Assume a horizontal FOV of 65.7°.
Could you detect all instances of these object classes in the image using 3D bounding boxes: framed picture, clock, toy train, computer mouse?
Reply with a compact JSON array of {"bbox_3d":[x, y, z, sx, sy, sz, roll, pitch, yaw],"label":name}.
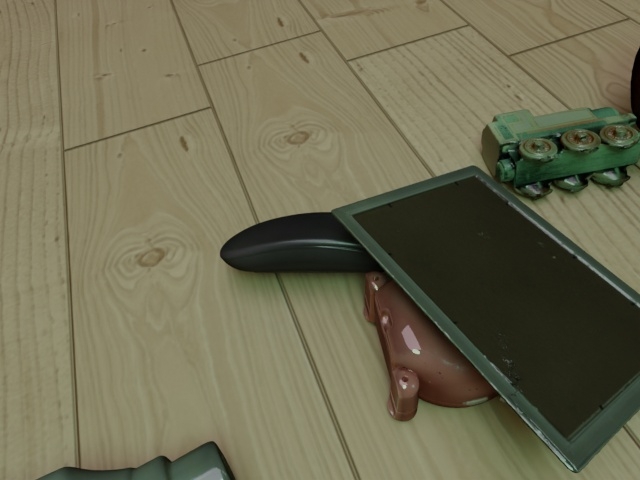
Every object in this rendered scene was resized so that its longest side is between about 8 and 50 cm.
[{"bbox_3d":[0.181,0.039,0.479,0.232,0.019,0.296,-19,53,-32],"label":"framed picture"},{"bbox_3d":[0.134,0.086,0.492,0.162,0.093,0.166,-9,50,-4],"label":"clock"},{"bbox_3d":[0.316,-0.125,0.647,0.193,0.081,0.125,-11,47,0],"label":"toy train"},{"bbox_3d":[-0.001,-0.001,0.576,0.232,0.057,0.120,0,17,8],"label":"computer mouse"}]

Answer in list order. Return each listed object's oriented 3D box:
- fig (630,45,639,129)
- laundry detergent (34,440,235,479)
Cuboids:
[{"bbox_3d":[0.503,-0.207,0.590,0.214,0.235,0.235,-6,51,3],"label":"fig"},{"bbox_3d":[-0.236,0.295,0.353,0.397,0.125,0.264,-26,52,-16],"label":"laundry detergent"}]
